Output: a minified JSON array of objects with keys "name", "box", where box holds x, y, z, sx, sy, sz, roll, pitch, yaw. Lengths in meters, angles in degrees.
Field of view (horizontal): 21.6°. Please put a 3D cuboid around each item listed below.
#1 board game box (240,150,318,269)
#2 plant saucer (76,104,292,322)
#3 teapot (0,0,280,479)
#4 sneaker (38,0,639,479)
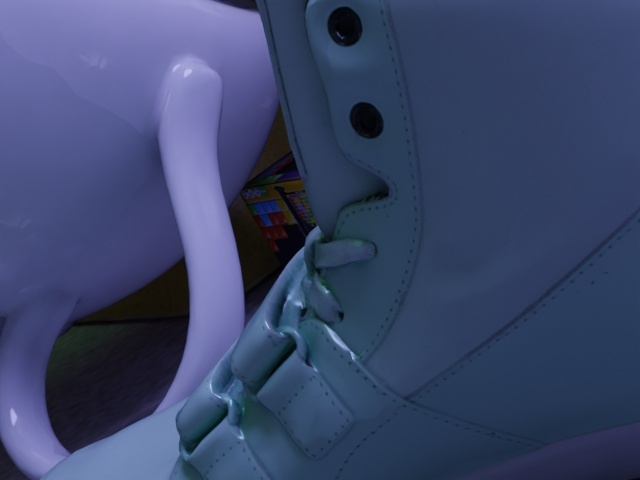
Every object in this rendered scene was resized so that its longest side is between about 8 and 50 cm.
[{"name":"board game box","box":[0.073,-0.050,0.649,0.170,0.048,0.141,-37,18,-28]},{"name":"plant saucer","box":[-0.033,-0.079,0.900,0.333,0.081,0.333,-37,16,-29]},{"name":"teapot","box":[-0.143,-0.038,0.633,0.256,0.253,0.187,-101,33,-78]},{"name":"sneaker","box":[0.001,0.000,0.407,0.256,0.151,0.094,-24,16,26]}]
